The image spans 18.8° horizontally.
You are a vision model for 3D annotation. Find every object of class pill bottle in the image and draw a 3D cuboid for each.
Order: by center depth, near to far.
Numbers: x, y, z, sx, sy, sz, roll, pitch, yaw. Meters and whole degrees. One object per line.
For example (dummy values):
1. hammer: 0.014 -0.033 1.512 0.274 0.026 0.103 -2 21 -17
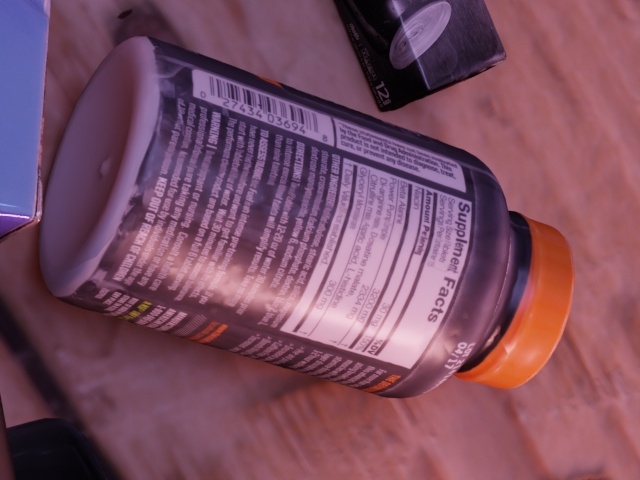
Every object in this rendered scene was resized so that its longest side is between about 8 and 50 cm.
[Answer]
1. pill bottle: 0.000 0.000 0.930 0.246 0.130 0.130 19 72 -24

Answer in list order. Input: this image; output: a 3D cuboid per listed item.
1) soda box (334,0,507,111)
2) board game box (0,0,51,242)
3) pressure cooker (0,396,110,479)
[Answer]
1. soda box: 0.033 -0.158 1.023 0.060 0.053 0.169 -24 91 -29
2. board game box: -0.267 -0.125 0.807 0.291 0.141 0.232 9 76 -26
3. pressure cooker: -0.273 0.142 0.607 0.370 0.420 0.375 16 59 8
